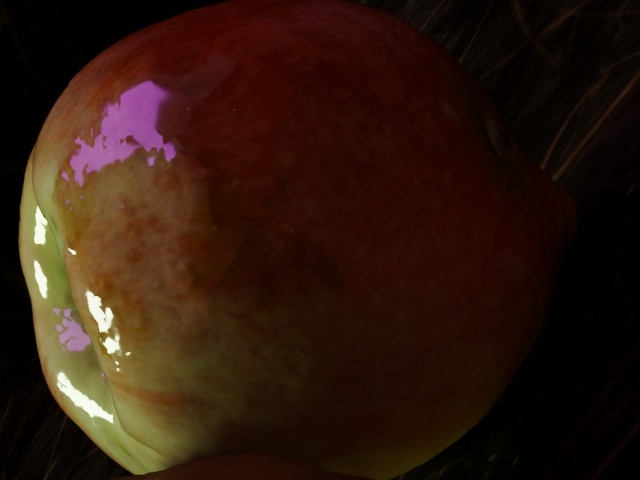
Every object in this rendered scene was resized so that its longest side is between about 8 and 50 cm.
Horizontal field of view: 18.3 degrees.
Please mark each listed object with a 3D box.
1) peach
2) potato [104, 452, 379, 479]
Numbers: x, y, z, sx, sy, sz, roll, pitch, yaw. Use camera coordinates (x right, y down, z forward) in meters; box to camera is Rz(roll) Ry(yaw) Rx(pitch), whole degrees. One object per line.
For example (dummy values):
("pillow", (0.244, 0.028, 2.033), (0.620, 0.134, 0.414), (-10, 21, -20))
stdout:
("peach", (0.000, 0.000, 0.887), (0.256, 0.232, 0.232), (-14, -4, -19))
("potato", (-0.026, 0.168, 0.694), (0.369, 0.195, 0.176), (167, 96, -67))
